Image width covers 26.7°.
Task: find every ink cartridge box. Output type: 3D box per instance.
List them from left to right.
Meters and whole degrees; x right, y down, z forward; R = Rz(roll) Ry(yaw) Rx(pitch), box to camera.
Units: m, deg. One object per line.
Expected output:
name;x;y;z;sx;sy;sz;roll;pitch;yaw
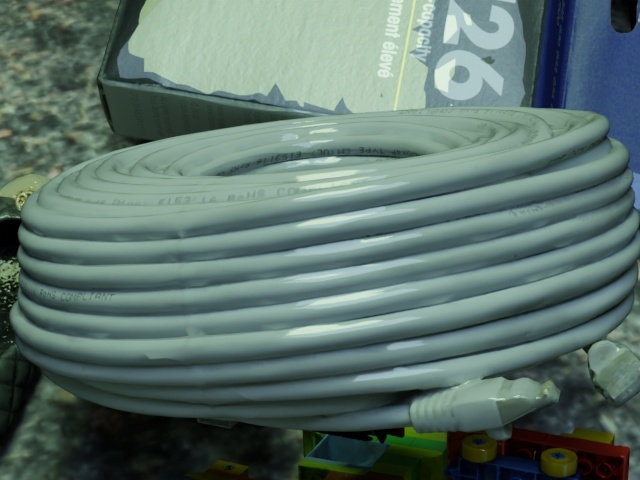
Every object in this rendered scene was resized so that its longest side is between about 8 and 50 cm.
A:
ink cartridge box;0.062;-0.179;0.744;0.307;0.072;0.304;8;66;5

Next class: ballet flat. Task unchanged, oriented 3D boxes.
ballet flat;-0.153;0.031;0.642;0.057;0.049;0.173;8;50;1

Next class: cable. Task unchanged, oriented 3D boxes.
cable;0.000;0.000;0.551;0.257;0.089;0.257;-4;12;11

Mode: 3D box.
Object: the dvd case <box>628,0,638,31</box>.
dvd case;0.274;-0.067;0.777;0.179;0.030;0.239;7;49;1

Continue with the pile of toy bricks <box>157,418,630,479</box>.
pile of toy bricks;0.031;0.097;0.586;0.212;0.118;0.105;8;20;22
